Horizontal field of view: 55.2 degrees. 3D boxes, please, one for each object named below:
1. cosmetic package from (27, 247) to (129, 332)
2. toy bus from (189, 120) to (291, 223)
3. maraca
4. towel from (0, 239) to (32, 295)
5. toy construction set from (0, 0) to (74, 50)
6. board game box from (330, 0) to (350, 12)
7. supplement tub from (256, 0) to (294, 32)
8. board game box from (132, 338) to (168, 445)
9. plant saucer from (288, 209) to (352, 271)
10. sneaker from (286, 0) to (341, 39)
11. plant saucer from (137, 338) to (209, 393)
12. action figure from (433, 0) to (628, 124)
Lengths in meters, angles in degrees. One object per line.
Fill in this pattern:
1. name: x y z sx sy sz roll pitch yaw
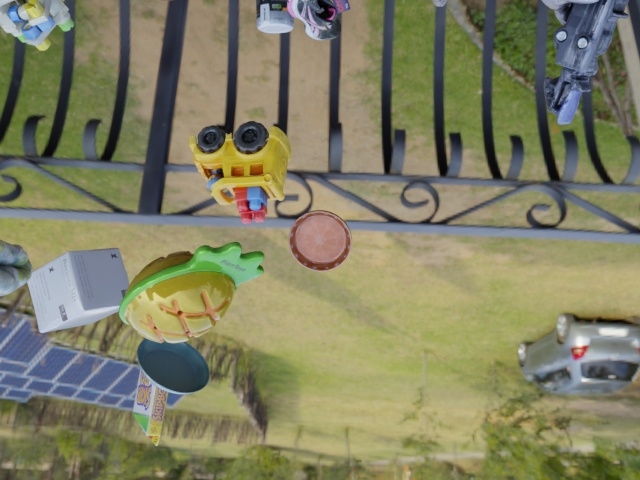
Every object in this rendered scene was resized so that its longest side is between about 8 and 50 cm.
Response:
1. cosmetic package: -0.585 0.120 1.491 0.183 0.151 0.151 -25 169 30
2. toy bus: -0.184 -0.142 1.387 0.220 0.211 0.149 -2 163 12
3. maraca: -0.149 0.056 0.708 0.185 0.099 0.127 -33 152 21
4. towel: -0.540 0.051 0.662 0.320 0.090 0.374 -10 174 -7
5. toy construction set: -0.549 -0.527 1.242 0.215 0.328 0.151 6 139 23
6. board game box: 0.021 -0.857 1.969 0.056 0.347 0.208 -16 116 1
7. supplement tub: -0.140 -0.742 1.870 0.117 0.190 0.117 -1 -174 0
8. board game box: -0.331 0.265 1.226 0.039 0.259 0.124 7 -179 -30
9. plant saucer: 0.000 0.000 0.797 0.083 0.083 0.013 -2 -162 8
10. sneaker: 0.004 -0.453 1.243 0.077 0.072 0.178 19 -172 27
11. plant saucer: -0.228 0.194 0.937 0.119 0.119 0.021 18 117 -34
12. action figure: 0.255 -0.304 0.699 0.178 0.341 0.330 -18 -147 -42
